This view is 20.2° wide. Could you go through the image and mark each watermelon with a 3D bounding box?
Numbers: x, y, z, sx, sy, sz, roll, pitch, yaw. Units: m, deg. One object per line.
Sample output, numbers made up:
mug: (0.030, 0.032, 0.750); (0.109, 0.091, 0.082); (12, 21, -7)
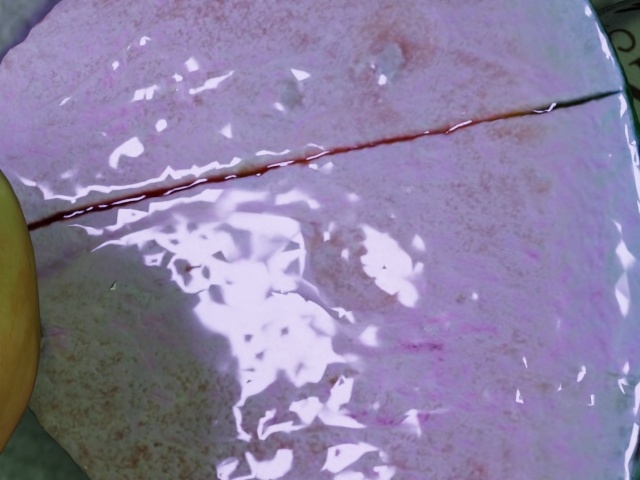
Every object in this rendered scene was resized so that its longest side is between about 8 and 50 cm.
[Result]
watermelon: (0.022, 0.018, 0.711); (0.292, 0.319, 0.222); (-54, 159, -7)

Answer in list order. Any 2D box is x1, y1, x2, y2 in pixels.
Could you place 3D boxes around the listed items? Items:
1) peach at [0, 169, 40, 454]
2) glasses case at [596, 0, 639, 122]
peach: (-0.178, 0.032, 0.549); (0.184, 0.184, 0.184); (-8, 104, -34)
glasses case: (0.175, 0.057, 0.857); (0.137, 0.085, 0.355); (-34, 118, -29)
